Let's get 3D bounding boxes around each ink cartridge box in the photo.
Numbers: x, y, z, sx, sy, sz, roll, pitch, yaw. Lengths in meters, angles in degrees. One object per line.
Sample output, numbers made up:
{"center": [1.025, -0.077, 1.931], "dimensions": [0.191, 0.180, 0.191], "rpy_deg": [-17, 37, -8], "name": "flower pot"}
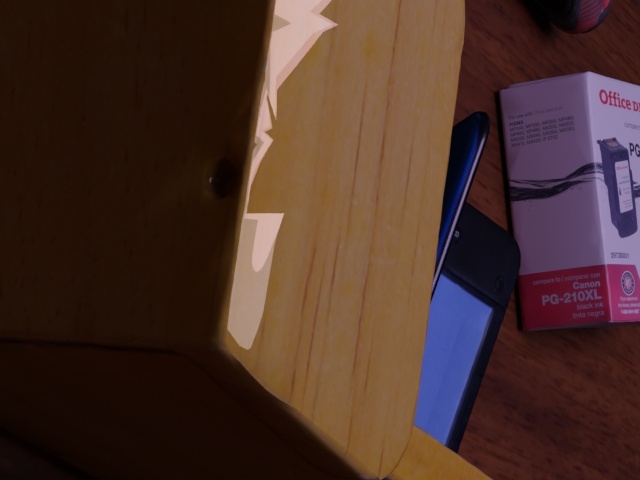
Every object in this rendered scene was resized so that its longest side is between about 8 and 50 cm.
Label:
{"center": [0.267, -0.035, 1.369], "dimensions": [0.172, 0.100, 0.237], "rpy_deg": [3, 81, -53], "name": "ink cartridge box"}

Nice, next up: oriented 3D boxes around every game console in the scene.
{"center": [0.082, 0.090, 0.990], "dimensions": [0.250, 0.173, 0.293], "rpy_deg": [32, 73, -40], "name": "game console"}

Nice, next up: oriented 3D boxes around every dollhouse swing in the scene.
{"center": [-0.054, -0.009, 0.711], "dimensions": [0.305, 0.347, 0.315], "rpy_deg": [19, 75, -46], "name": "dollhouse swing"}

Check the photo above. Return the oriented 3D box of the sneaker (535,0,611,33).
{"center": [0.200, -0.296, 1.344], "dimensions": [0.135, 0.097, 0.276], "rpy_deg": [-51, 133, -27], "name": "sneaker"}
